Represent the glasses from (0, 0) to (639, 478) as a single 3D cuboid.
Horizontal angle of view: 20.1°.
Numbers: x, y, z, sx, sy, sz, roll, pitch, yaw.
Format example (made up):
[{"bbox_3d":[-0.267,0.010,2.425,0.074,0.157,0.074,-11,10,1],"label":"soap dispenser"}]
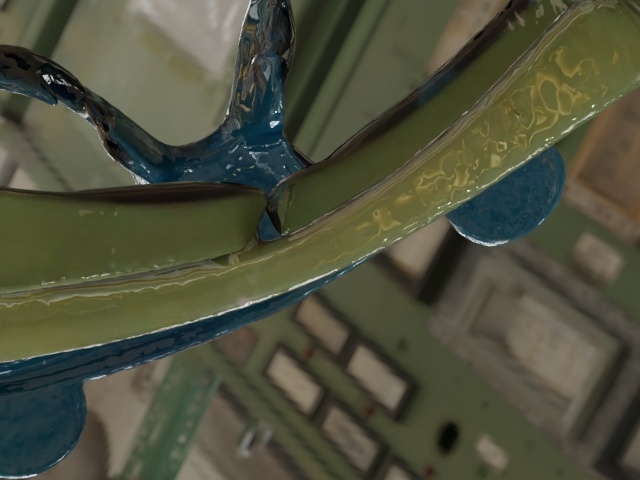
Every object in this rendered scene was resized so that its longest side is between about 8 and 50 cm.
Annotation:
[{"bbox_3d":[-0.017,-0.034,0.410,0.102,0.239,0.207,63,166,7],"label":"glasses"}]
